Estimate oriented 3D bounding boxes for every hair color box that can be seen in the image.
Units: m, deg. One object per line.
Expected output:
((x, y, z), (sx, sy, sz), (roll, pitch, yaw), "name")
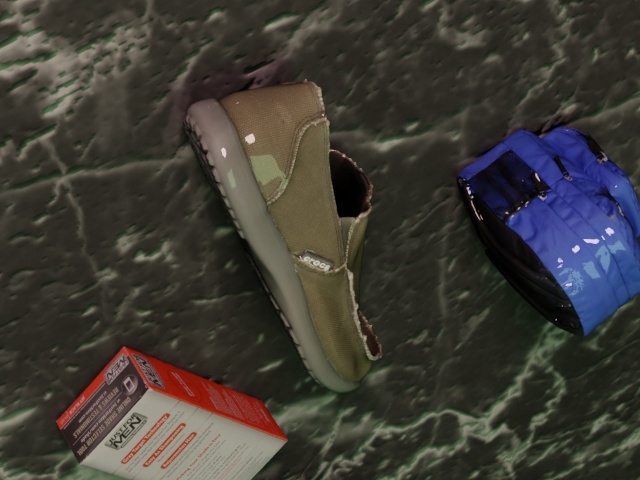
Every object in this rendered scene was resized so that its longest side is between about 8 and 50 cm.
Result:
((-0.094, 0.124, 1.196), (0.072, 0.043, 0.141), (-47, 140, 13), "hair color box")

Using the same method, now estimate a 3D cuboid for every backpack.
((0.158, -0.008, 1.187), (0.101, 0.120, 0.098), (-37, 140, 1), "backpack")

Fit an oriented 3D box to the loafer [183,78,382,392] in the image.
((0.000, 0.000, 1.102), (0.087, 0.094, 0.251), (-28, 140, -3), "loafer")
